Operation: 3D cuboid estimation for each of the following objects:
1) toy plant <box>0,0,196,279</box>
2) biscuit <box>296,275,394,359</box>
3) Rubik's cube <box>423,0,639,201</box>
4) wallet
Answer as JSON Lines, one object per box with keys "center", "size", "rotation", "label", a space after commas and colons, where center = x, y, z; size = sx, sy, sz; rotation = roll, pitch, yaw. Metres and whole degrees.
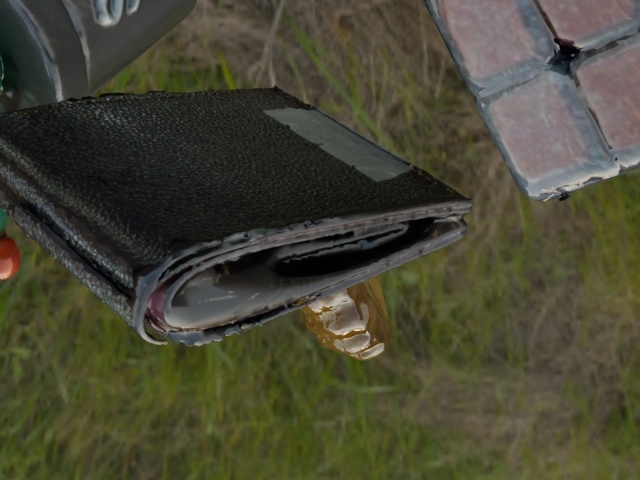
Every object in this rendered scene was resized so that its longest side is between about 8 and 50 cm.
{"center": [-0.276, -0.144, 1.093], "size": [0.185, 0.400, 0.279], "rotation": [14, 133, 40], "label": "toy plant"}
{"center": [0.000, 0.000, 1.873], "size": [0.107, 0.325, 0.326], "rotation": [-19, 129, 11], "label": "biscuit"}
{"center": [0.165, -0.185, 0.545], "size": [0.238, 0.237, 0.237], "rotation": [-18, 103, 47], "label": "Rubik's cube"}
{"center": [-0.067, -0.030, 0.935], "size": [0.262, 0.221, 0.071], "rotation": [-16, 124, -37], "label": "wallet"}
